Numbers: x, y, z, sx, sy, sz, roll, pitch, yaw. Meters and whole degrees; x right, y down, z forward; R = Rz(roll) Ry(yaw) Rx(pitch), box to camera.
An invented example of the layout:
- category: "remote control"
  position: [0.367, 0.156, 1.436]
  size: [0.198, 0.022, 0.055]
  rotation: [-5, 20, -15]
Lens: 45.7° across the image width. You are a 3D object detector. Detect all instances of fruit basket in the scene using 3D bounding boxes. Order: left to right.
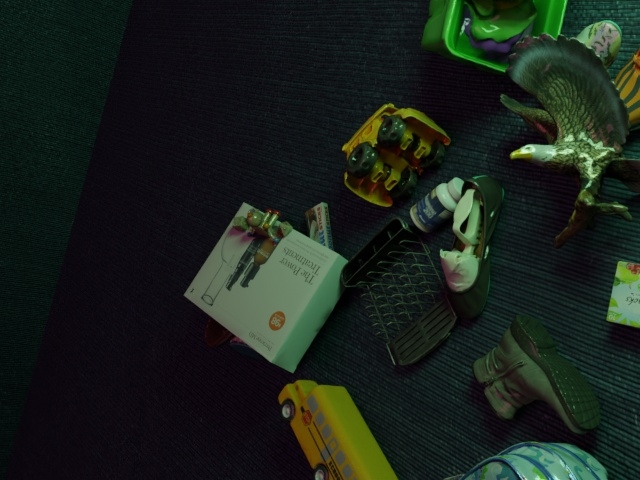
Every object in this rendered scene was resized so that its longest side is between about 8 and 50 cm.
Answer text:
- category: "fruit basket"
  position: [0.352, -0.489, 1.354]
  size: [0.392, 0.282, 0.392]
  rotation: [-40, 43, 53]

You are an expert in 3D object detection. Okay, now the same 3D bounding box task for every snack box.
- category: "snack box"
  position: [0.000, 0.000, 1.851]
  size: [0.064, 0.022, 0.178]
  rotation: [-28, 60, 39]
- category: "snack box"
  position: [0.527, 0.093, 1.183]
  size: [0.141, 0.037, 0.100]
  rotation: [10, 89, 51]

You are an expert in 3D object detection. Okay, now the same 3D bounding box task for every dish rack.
- category: "dish rack"
  position: [0.166, 0.114, 1.583]
  size: [0.208, 0.074, 0.272]
  rotation: [-47, 48, 33]

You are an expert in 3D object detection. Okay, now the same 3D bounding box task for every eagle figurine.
- category: "eagle figurine"
  position: [0.407, -0.168, 1.249]
  size: [0.226, 0.225, 0.299]
  rotation: [-28, 60, 43]

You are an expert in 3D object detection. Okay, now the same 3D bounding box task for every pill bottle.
- category: "pill bottle"
  position: [0.245, -0.074, 1.543]
  size: [0.120, 0.067, 0.067]
  rotation: [-41, 51, 36]

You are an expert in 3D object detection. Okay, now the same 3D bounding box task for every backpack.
- category: "backpack"
  position: [0.312, 0.476, 1.201]
  size: [0.355, 0.273, 0.290]
  rotation: [-42, 43, 20]

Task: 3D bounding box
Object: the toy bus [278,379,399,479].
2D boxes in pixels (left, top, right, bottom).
- category: "toy bus"
  position: [0.032, 0.427, 1.629]
  size: [0.130, 0.108, 0.333]
  rotation: [-56, 44, 23]

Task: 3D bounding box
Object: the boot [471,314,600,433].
- category: "boot"
  position: [0.366, 0.263, 1.313]
  size: [0.161, 0.083, 0.247]
  rotation: [-60, 36, 30]

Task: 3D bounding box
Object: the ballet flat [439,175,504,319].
- category: "ballet flat"
  position: [0.278, 0.009, 1.458]
  size: [0.095, 0.096, 0.281]
  rotation: [5, 85, 49]

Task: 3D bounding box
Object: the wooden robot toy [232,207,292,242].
- category: "wooden robot toy"
  position: [-0.149, -0.052, 1.801]
  size: [0.173, 0.079, 0.076]
  rotation: [12, 70, 40]

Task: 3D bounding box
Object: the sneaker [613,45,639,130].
- category: "sneaker"
  position: [0.530, -0.325, 1.180]
  size: [0.321, 0.180, 0.125]
  rotation: [-55, 44, 25]

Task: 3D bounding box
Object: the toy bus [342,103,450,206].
- category: "toy bus"
  position: [0.153, -0.219, 1.654]
  size: [0.220, 0.149, 0.212]
  rotation: [-46, 33, 30]

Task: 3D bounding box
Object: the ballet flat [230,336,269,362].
- category: "ballet flat"
  position: [-0.131, 0.264, 1.908]
  size: [0.240, 0.091, 0.077]
  rotation: [7, 55, 47]

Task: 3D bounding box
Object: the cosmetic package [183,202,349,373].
- category: "cosmetic package"
  position: [-0.128, 0.101, 1.815]
  size: [0.377, 0.097, 0.285]
  rotation: [28, 85, 44]

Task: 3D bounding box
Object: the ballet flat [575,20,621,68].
- category: "ballet flat"
  position: [0.433, -0.296, 1.300]
  size: [0.077, 0.079, 0.221]
  rotation: [51, 168, 2]

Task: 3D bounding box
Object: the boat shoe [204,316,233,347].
- category: "boat shoe"
  position: [-0.201, 0.182, 1.985]
  size: [0.257, 0.095, 0.095]
  rotation: [-52, 48, 16]
